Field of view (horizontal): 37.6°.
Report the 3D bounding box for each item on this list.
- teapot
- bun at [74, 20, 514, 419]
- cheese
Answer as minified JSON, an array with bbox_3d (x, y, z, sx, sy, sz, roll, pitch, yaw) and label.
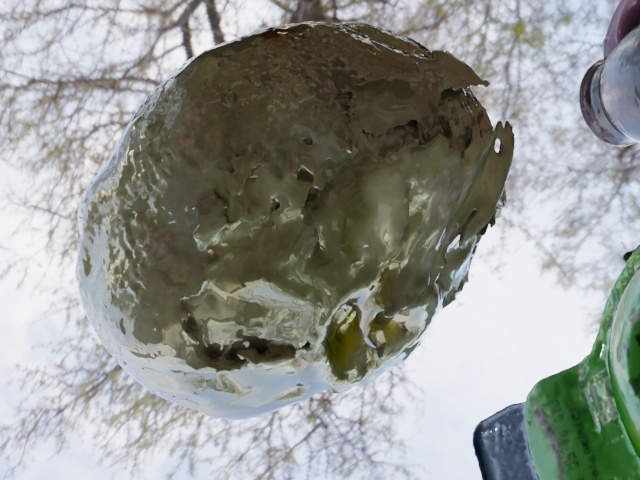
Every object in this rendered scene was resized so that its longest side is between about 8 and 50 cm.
[{"bbox_3d":[0.271,-0.140,0.763,0.116,0.146,0.148,-29,-85,-22],"label":"teapot"},{"bbox_3d":[0.000,0.000,0.494,0.239,0.239,0.141,-15,-128,-33],"label":"bun"},{"bbox_3d":[0.211,0.091,0.554,0.083,0.320,0.204,13,-129,-35],"label":"cheese"}]
